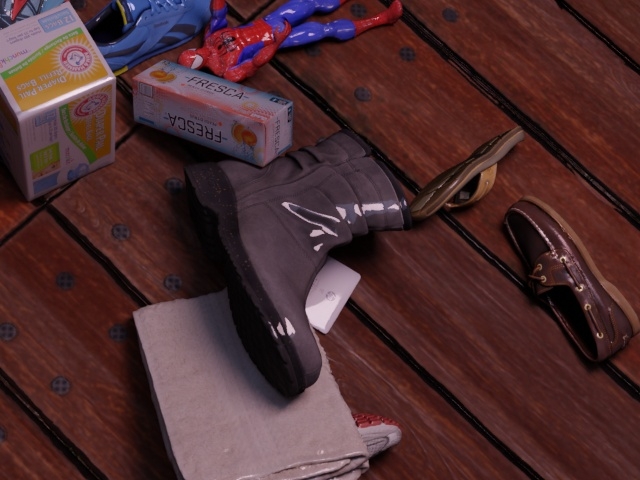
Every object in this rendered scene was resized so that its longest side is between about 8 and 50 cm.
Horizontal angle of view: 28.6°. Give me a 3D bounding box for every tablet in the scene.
[{"bbox_3d":[0.004,0.059,1.413,0.054,0.006,0.083,31,67,3],"label":"tablet"}]

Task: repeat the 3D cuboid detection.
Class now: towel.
[{"bbox_3d":[-0.076,0.153,1.286,0.187,0.049,0.282,-12,44,-12],"label":"towel"}]

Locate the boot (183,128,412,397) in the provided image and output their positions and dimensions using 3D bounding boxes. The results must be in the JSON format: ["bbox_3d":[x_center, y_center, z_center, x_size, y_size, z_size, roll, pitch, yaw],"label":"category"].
[{"bbox_3d":[0.000,0.000,1.323,0.223,0.118,0.338,-14,48,-13],"label":"boot"}]

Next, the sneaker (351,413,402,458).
[{"bbox_3d":[-0.012,0.248,1.304,0.225,0.088,0.092,-25,98,-20],"label":"sneaker"}]

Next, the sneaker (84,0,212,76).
[{"bbox_3d":[-0.198,-0.263,1.470,0.209,0.082,0.069,-34,75,-21],"label":"sneaker"}]

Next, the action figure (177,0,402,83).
[{"bbox_3d":[-0.039,-0.268,1.471,0.280,0.139,0.091,-24,73,-15],"label":"action figure"}]

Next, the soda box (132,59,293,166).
[{"bbox_3d":[-0.122,-0.144,1.401,0.183,0.058,0.063,22,39,25],"label":"soda box"}]

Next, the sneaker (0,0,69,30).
[{"bbox_3d":[-0.362,-0.279,1.415,0.104,0.125,0.262,4,59,25],"label":"sneaker"}]

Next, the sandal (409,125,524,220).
[{"bbox_3d":[0.179,-0.071,1.468,0.180,0.072,0.049,-37,99,-24],"label":"sandal"}]

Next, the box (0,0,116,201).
[{"bbox_3d":[-0.290,-0.144,1.339,0.114,0.203,0.103,-28,75,-18],"label":"box"}]

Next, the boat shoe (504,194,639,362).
[{"bbox_3d":[0.275,0.043,1.426,0.073,0.073,0.207,-33,77,-21],"label":"boat shoe"}]
